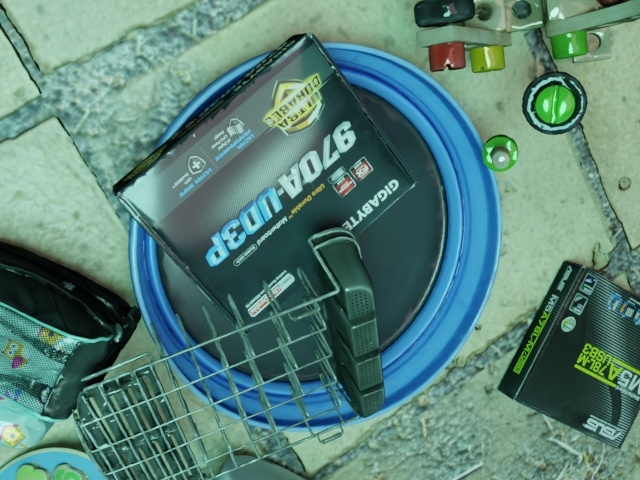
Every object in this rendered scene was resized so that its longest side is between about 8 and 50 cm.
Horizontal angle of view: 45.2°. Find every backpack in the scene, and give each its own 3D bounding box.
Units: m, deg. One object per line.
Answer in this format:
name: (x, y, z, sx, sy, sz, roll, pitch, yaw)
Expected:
backpack: (-0.274, 0.076, 0.655, 0.188, 0.166, 0.144, 33, 95, -5)

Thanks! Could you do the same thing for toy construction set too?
toy construction set: (0.208, -0.273, 0.780, 0.257, 0.237, 0.309, -32, 94, 19)

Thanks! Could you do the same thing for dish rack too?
dish rack: (-0.069, 0.123, 0.668, 0.271, 0.074, 0.208, -21, 134, -12)

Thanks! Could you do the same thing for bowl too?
bowl: (0.000, 0.000, 0.790, 0.391, 0.077, 0.391, -4, 102, -19)

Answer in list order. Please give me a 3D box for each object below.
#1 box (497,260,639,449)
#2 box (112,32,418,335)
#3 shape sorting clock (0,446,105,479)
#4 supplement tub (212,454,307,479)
box: (0.340, 0.146, 0.963, 0.191, 0.045, 0.184, 28, 88, -22)
box: (-0.046, -0.050, 0.693, 0.220, 0.051, 0.175, -41, 112, -8)
shape sorting clock: (-0.253, 0.299, 0.715, 0.206, 0.040, 0.206, -3, 78, 13)
supplement tub: (-0.091, 0.399, 0.753, 0.228, 0.228, 0.316, 31, 89, -23)
